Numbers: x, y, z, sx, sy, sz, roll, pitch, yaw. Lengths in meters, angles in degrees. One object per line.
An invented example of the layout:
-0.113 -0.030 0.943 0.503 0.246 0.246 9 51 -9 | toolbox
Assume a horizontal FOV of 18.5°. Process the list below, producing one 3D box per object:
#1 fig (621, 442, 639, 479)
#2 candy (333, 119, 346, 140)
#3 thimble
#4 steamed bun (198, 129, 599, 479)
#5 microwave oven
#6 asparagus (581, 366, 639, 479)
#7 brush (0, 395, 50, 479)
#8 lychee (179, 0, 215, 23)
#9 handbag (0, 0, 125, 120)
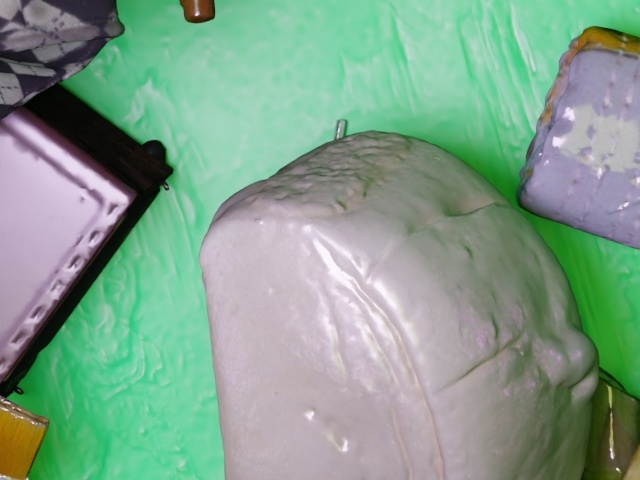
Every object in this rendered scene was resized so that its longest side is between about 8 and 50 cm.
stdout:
0.337 0.261 1.452 0.258 0.258 0.326 8 114 5 | fig
0.000 0.000 1.551 0.058 0.062 0.194 11 89 49 | candy
0.223 -0.077 1.474 0.117 0.127 0.151 20 99 1 | thimble
0.065 0.124 1.404 0.236 0.247 0.384 9 117 31 | steamed bun
-0.259 -0.008 1.504 0.188 0.178 0.247 36 100 2 | microwave oven
0.226 0.230 1.546 0.060 0.067 0.278 -4 99 -29 | asparagus
-0.290 0.249 1.482 0.085 0.020 0.336 27 118 3 | brush
-0.103 -0.306 1.401 0.275 0.276 0.304 -3 91 6 | lychee
-0.274 -0.268 1.280 0.180 0.316 0.416 -8 79 -26 | handbag
